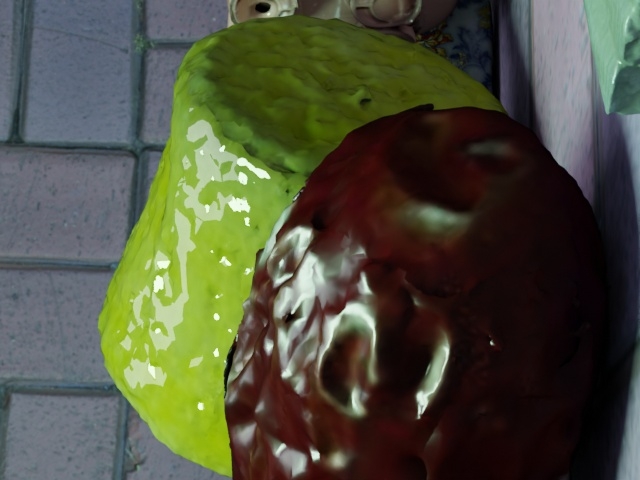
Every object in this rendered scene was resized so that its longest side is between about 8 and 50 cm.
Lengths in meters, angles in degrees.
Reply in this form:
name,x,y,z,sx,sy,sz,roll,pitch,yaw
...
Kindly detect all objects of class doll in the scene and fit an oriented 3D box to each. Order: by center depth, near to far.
name,x,y,z,sx,sy,sz,roll,pitch,yaw
doll,0.018,-0.273,1.477,0.284,0.216,0.268,94,171,-47

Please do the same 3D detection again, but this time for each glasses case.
name,x,y,z,sx,sy,sz,roll,pitch,yaw
glasses case,0.118,-0.113,1.528,0.065,0.087,0.248,55,-146,-72

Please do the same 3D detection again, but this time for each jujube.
name,x,y,z,sx,sy,sz,roll,pitch,yaw
jujube,0.055,0.096,1.032,0.376,0.258,0.258,88,-178,-47

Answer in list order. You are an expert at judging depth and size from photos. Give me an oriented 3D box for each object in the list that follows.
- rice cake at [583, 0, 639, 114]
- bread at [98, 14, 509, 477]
name,x,y,z,sx,sy,sz,roll,pitch,yaw
rice cake,0.157,-0.187,0.855,0.127,0.043,0.237,95,176,-49
bread,0.000,0.000,1.327,0.348,0.348,0.307,-91,8,-59
